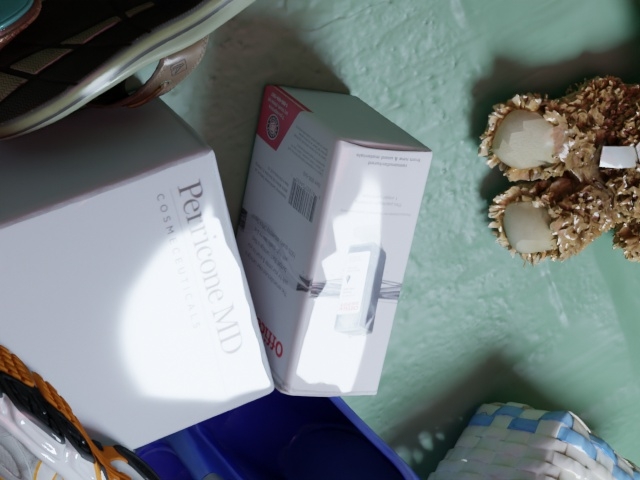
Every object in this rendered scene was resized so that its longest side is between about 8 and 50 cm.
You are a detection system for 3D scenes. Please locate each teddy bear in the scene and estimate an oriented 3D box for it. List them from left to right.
[{"bbox_3d":[0.301,-0.090,1.526,0.338,0.113,0.245,-29,113,-2],"label":"teddy bear"}]

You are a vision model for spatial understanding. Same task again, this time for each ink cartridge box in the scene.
[{"bbox_3d":[0.000,0.000,1.384,0.092,0.158,0.218,5,109,-26],"label":"ink cartridge box"}]

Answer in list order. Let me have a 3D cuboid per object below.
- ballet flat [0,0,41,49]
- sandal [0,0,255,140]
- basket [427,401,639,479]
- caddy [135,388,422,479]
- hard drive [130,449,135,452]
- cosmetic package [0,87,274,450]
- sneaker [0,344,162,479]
[{"bbox_3d":[-0.306,-0.138,1.255,0.206,0.073,0.067,-19,145,-13],"label":"ballet flat"},{"bbox_3d":[-0.134,-0.151,1.292,0.303,0.120,0.086,-28,134,-11],"label":"sandal"},{"bbox_3d":[0.192,0.318,1.560,0.255,0.201,0.289,41,60,-31],"label":"basket"},{"bbox_3d":[-0.028,0.250,1.389,0.241,0.341,0.179,-49,139,1],"label":"caddy"},{"bbox_3d":[-0.231,0.172,1.391,0.135,0.094,0.022,-21,117,-15],"label":"hard drive"},{"bbox_3d":[-0.288,0.077,1.288,0.453,0.161,0.230,-22,119,-15],"label":"cosmetic package"},{"bbox_3d":[-0.214,0.178,1.217,0.121,0.099,0.262,-41,123,3],"label":"sneaker"}]
